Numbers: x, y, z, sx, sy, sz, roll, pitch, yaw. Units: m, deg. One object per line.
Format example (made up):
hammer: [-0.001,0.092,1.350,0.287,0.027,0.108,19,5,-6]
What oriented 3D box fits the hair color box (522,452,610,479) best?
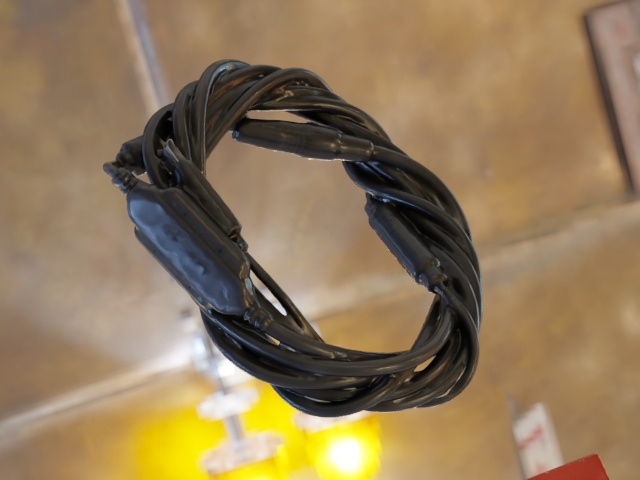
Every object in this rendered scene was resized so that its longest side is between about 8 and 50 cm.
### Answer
hair color box: [0.148,0.202,1.120,0.053,0.093,0.167,-19,158,-11]

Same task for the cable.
cable: [0.000,0.000,0.824,0.150,0.184,0.047,-37,167,-46]
